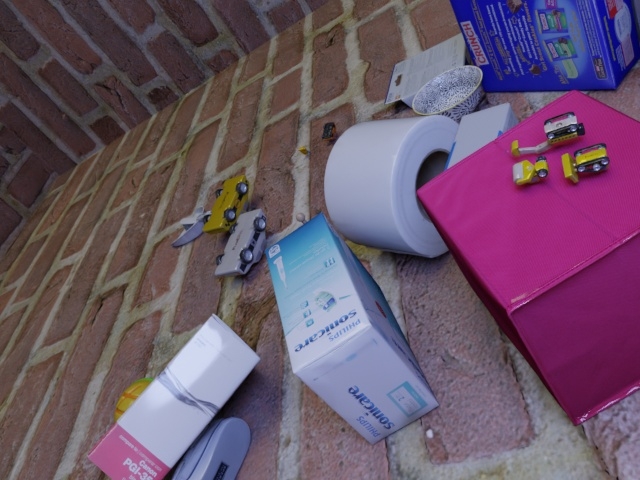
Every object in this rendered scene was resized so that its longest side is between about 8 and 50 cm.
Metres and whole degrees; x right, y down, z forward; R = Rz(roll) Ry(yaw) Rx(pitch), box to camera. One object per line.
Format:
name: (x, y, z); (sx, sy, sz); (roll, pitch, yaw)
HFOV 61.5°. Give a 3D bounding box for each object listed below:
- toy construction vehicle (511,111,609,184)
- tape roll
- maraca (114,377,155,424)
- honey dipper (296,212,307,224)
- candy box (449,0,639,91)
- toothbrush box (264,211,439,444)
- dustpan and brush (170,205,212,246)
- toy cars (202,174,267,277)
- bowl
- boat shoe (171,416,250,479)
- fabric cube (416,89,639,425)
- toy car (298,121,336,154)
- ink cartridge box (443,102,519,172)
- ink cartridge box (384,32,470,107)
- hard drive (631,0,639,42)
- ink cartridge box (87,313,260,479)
toy construction vehicle: (0.266, -0.095, 0.604); (0.098, 0.035, 0.086); (-18, 49, 31)
tape roll: (0.151, -0.101, 0.985); (0.169, 0.246, 0.246); (8, 55, 49)
maraca: (-0.344, 0.363, 1.051); (0.127, 0.099, 0.186); (-27, 60, 17)
honey dipper: (0.000, 0.000, 1.084); (0.030, 0.161, 0.031); (-24, 36, 19)
candy box: (0.443, -0.447, 1.091); (0.122, 0.268, 0.317); (-46, 34, -17)
toothbrush box: (0.038, 0.128, 0.846); (0.126, 0.216, 0.296); (-33, 33, 9)
dustpan and brush: (-0.366, -0.056, 1.597); (0.211, 0.060, 0.147); (-4, 47, 41)
toy cars: (-0.212, -0.032, 1.404); (0.176, 0.087, 0.394); (-41, 36, 7)
bowl: (0.306, -0.319, 1.243); (0.170, 0.080, 0.170); (-25, 36, 20)
boat shoe: (-0.204, 0.409, 0.874); (0.084, 0.095, 0.258); (-15, 29, 40)
fabric cube: (0.321, 0.013, 0.676); (0.259, 0.254, 0.258); (-33, 33, 8)
toy car: (-0.005, -0.291, 1.545); (0.121, 0.040, 0.060); (-21, 58, 21)
ink cartridge box: (0.294, -0.092, 0.873); (0.085, 0.203, 0.148); (-9, 43, 40)
ink cartridge box: (0.291, -0.448, 1.442); (0.223, 0.045, 0.224); (-16, 39, 33)
hard drive: (0.587, -0.393, 0.947); (0.040, 0.203, 0.308); (-16, 40, 29)
ink cartridge box: (-0.242, 0.281, 0.934); (0.283, 0.117, 0.207); (-49, -1, -19)
